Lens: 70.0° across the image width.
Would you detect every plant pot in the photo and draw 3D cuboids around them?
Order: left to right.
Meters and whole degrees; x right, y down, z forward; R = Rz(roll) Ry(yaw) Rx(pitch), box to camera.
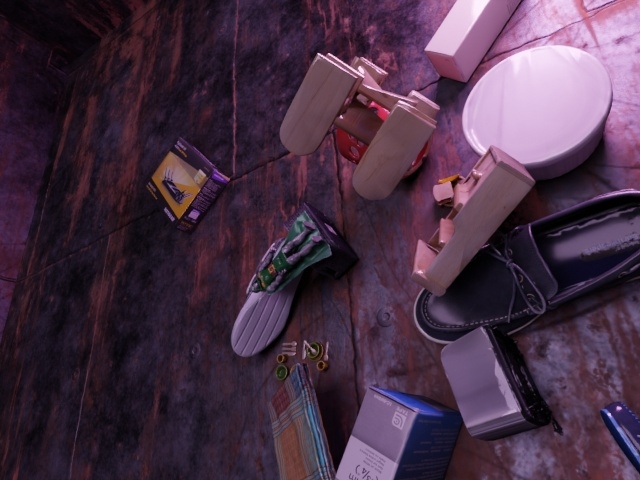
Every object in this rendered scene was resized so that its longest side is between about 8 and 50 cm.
[{"bbox_3d":[0.160,-0.252,1.111,0.174,0.191,0.191,38,95,38],"label":"plant pot"}]

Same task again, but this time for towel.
[{"bbox_3d":[-0.040,0.478,0.950,0.271,0.040,0.370,120,142,-46],"label":"towel"}]

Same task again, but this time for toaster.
[{"bbox_3d":[0.310,0.256,0.796,0.110,0.168,0.186,-32,53,24],"label":"toaster"}]

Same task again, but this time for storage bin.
[{"bbox_3d":[0.000,0.000,1.162,0.084,0.122,0.180,-45,51,13],"label":"storage bin"}]

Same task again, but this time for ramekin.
[{"bbox_3d":[0.443,-0.247,0.940,0.272,0.127,0.273,-15,63,31],"label":"ramekin"}]

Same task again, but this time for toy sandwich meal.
[{"bbox_3d":[0.299,-0.116,1.052,0.085,0.029,0.086,-15,62,31],"label":"toy sandwich meal"}]

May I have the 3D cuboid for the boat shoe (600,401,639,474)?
[{"bbox_3d":[0.524,0.344,0.657,0.089,0.109,0.258,-37,69,9],"label":"boat shoe"}]

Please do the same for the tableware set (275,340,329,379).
[{"bbox_3d":[-0.048,0.300,1.132,0.154,0.024,0.104,-8,66,33],"label":"tableware set"}]

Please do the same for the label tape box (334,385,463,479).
[{"bbox_3d":[0.120,0.442,0.802,0.105,0.240,0.334,15,80,39],"label":"label tape box"}]

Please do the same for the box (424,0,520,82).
[{"bbox_3d":[0.383,-0.541,1.124,0.094,0.113,0.275,37,93,41],"label":"box"}]

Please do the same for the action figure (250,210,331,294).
[{"bbox_3d":[-0.089,0.054,1.092,0.232,0.063,0.137,-45,54,23],"label":"action figure"}]

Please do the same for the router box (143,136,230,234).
[{"bbox_3d":[-0.485,-0.201,1.634,0.243,0.081,0.309,-53,50,5],"label":"router box"}]

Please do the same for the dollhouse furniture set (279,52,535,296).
[{"bbox_3d":[0.134,-0.129,0.851,0.394,0.362,0.257,33,115,1],"label":"dollhouse furniture set"}]

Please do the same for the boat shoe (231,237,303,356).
[{"bbox_3d":[-0.138,0.146,1.223,0.335,0.121,0.119,-61,26,-7],"label":"boat shoe"}]

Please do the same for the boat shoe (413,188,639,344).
[{"bbox_3d":[0.385,0.052,0.837,0.500,0.156,0.187,-27,59,26],"label":"boat shoe"}]
